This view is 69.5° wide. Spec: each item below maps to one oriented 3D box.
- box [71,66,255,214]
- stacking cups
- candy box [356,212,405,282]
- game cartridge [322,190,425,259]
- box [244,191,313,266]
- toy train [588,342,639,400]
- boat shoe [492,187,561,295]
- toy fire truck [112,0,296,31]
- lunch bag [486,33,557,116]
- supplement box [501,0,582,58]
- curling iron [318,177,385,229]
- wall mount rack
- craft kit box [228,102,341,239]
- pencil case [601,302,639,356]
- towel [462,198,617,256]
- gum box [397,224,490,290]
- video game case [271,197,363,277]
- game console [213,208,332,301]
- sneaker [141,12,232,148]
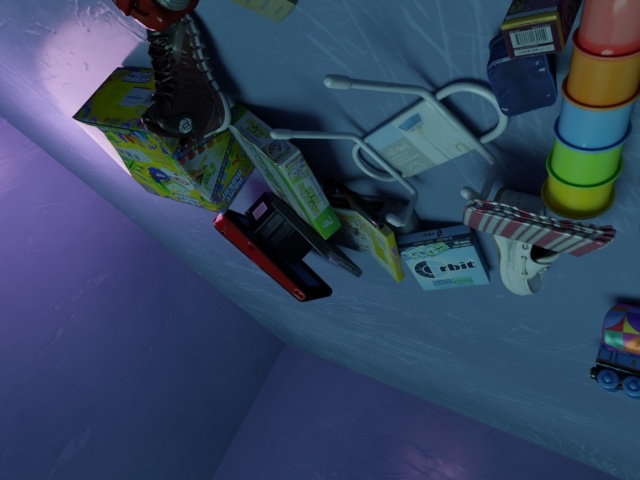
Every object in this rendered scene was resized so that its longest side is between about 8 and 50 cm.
[{"bbox_3d":[-0.354,-0.234,1.090,0.289,0.177,0.279,16,155,30],"label":"box"},{"bbox_3d":[0.320,-0.147,0.533,0.095,0.096,0.316,18,156,28],"label":"stacking cups"},{"bbox_3d":[0.136,0.010,1.027,0.105,0.027,0.206,50,173,34],"label":"candy box"},{"bbox_3d":[0.111,-0.033,1.123,0.297,0.062,0.198,11,148,40],"label":"game cartridge"},{"bbox_3d":[-0.112,-0.034,1.269,0.158,0.093,0.156,43,-176,-30],"label":"box"},{"bbox_3d":[0.709,0.301,1.032,0.184,0.105,0.080,10,161,42],"label":"toy train"},{"bbox_3d":[0.381,0.020,0.831,0.096,0.098,0.277,12,151,40],"label":"boat shoe"},{"bbox_3d":[-0.183,-0.370,0.647,0.246,0.158,0.217,47,154,-16],"label":"toy fire truck"},{"bbox_3d":[0.244,-0.203,0.553,0.067,0.065,0.098,-8,139,34],"label":"lunch bag"},{"bbox_3d":[0.228,-0.233,0.474,0.054,0.083,0.043,9,152,42],"label":"supplement box"},{"bbox_3d":[0.061,-0.074,0.951,0.274,0.068,0.035,44,161,56],"label":"curling iron"},{"bbox_3d":[0.103,-0.156,0.747,0.304,0.131,0.350,37,157,-17],"label":"wall mount rack"},{"bbox_3d":[-0.082,-0.146,0.988,0.247,0.061,0.250,47,174,39],"label":"craft kit box"},{"bbox_3d":[0.651,0.172,0.837,0.236,0.105,0.104,0,145,48],"label":"pencil case"},{"bbox_3d":[0.312,-0.021,0.691,0.196,0.029,0.144,17,176,16],"label":"towel"},{"bbox_3d":[0.278,0.044,1.028,0.156,0.041,0.184,-10,141,29],"label":"gum box"},{"bbox_3d":[0.000,0.000,1.176,0.196,0.026,0.274,45,-177,25],"label":"video game case"},{"bbox_3d":[-0.121,0.045,1.332,0.342,0.060,0.386,39,-176,12],"label":"game console"},{"bbox_3d":[-0.275,-0.291,0.827,0.106,0.162,0.282,12,138,40],"label":"sneaker"}]
